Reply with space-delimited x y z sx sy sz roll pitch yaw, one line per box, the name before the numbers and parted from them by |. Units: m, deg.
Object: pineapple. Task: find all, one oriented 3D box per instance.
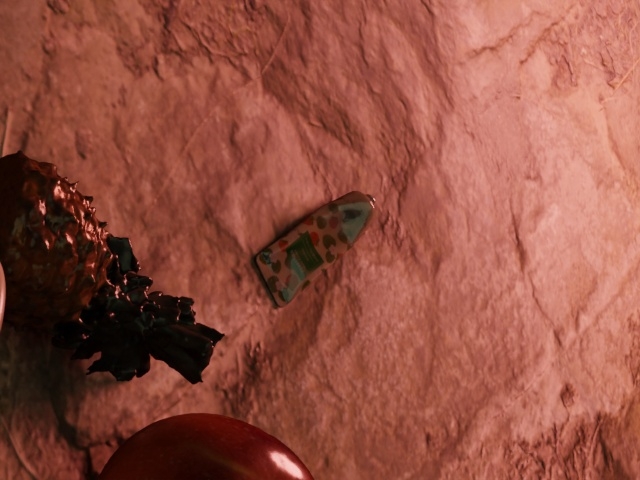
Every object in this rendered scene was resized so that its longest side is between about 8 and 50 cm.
pineapple | -0.182 0.037 1.287 0.248 0.128 0.128 41 52 -41

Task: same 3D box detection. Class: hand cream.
hand cream | 0.000 0.000 1.577 0.165 0.037 0.057 -40 111 -40

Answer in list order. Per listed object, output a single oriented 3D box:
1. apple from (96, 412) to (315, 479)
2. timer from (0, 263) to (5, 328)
apple | -0.095 0.236 1.311 0.201 0.162 0.201 -3 94 -54
timer | -0.361 0.035 1.066 0.266 0.175 0.175 27 60 -30
